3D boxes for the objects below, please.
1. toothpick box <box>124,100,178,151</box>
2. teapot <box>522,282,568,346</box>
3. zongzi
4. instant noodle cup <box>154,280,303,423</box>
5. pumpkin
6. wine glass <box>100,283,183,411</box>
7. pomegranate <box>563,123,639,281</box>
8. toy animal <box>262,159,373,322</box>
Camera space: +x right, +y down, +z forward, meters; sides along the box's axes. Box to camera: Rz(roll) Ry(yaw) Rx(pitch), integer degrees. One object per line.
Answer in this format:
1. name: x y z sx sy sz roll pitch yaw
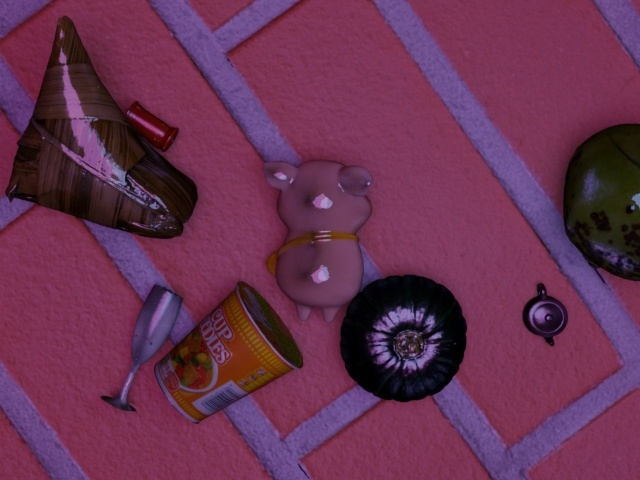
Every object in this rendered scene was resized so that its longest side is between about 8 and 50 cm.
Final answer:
1. toothpick box: -0.264 -0.175 1.669 0.083 0.047 0.047 33 91 -3
2. teapot: 0.356 0.117 1.696 0.067 0.045 0.100 -10 94 -3
3. zongzi: -0.303 -0.162 1.604 0.285 0.134 0.288 17 108 -6
4. instant noodle cup: -0.147 0.181 1.643 0.185 0.168 0.168 -36 93 8
5. pumpkin: 0.127 0.150 1.646 0.201 0.140 0.202 0 95 0
6. wine glass: -0.275 0.167 1.678 0.066 0.066 0.198 24 89 -2
7. pomegranate: 0.476 -0.049 1.608 0.254 0.270 0.254 13 56 -19
8. toy animal: -0.003 0.000 1.636 0.165 0.149 0.248 0 101 1
